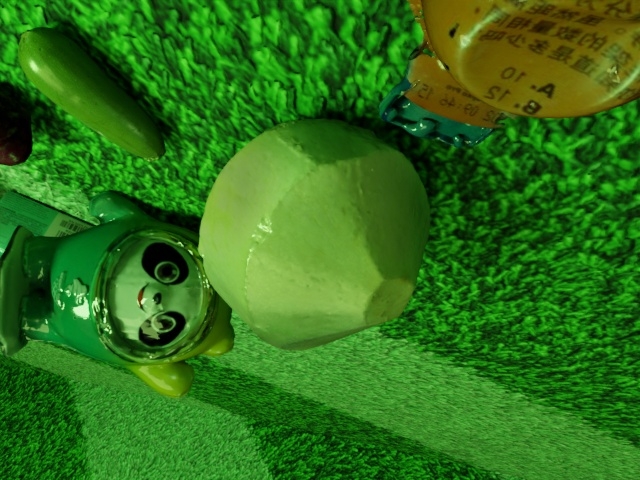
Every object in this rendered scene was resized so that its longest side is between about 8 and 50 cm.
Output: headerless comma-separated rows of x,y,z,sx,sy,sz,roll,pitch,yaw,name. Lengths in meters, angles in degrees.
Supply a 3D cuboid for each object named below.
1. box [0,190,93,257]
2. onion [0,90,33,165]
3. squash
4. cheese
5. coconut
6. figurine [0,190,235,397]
-0.540,0.049,1.084,0.205,0.118,0.311,26,149,-12,box
-0.425,-0.145,0.707,0.107,0.097,0.107,55,167,19,onion
-0.254,-0.158,0.626,0.066,0.066,0.201,-3,148,32,squash
0.139,-0.144,0.373,0.217,0.129,0.329,18,163,-8,cheese
0.000,0.000,0.598,0.259,0.259,0.259,13,151,8,coconut
-0.302,0.085,0.866,0.340,0.323,0.231,4,176,-11,figurine
